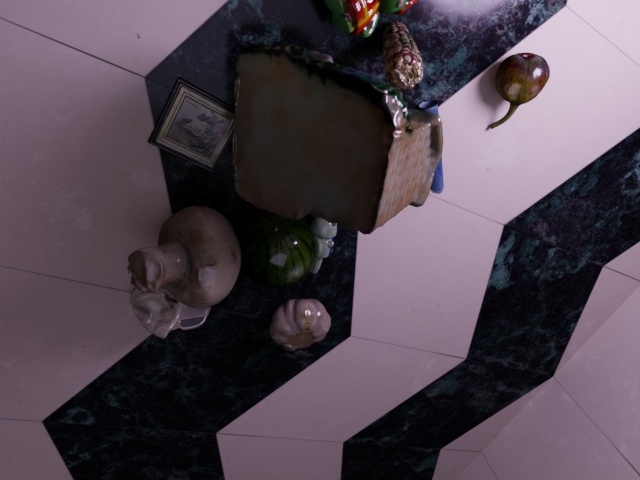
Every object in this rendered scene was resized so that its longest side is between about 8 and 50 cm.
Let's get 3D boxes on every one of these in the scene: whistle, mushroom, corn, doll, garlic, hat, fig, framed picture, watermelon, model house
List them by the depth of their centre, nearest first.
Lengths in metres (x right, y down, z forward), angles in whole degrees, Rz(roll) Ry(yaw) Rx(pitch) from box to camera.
[{"bbox_3d":[0.174,-0.640,1.025,0.363,0.160,0.183,-33,126,3],"label":"doll"},{"bbox_3d":[0.196,-0.468,1.081,0.092,0.280,0.092,0,135,0],"label":"corn"},{"bbox_3d":[0.066,-0.272,1.099,0.400,0.445,0.395,-28,132,-49],"label":"model house"},{"bbox_3d":[-0.335,-0.306,1.175,0.195,0.010,0.199,24,112,-29],"label":"framed picture"},{"bbox_3d":[-0.380,0.045,1.204,0.290,0.297,0.298,-3,127,-46],"label":"mushroom"},{"bbox_3d":[0.584,-0.438,1.311,0.149,0.149,0.245,-7,136,-13],"label":"fig"},{"bbox_3d":[-0.135,0.026,1.317,0.242,0.242,0.242,-8,124,-12],"label":"watermelon"},{"bbox_3d":[0.354,-0.288,1.371,0.062,0.062,0.304,-19,125,-5],"label":"whistle"},{"bbox_3d":[-0.476,0.183,1.415,0.226,0.164,0.219,-27,134,-50],"label":"hat"},{"bbox_3d":[0.000,0.000,1.427,0.092,0.110,0.244,-23,133,-46],"label":"whistle"},{"bbox_3d":[-0.072,0.294,1.561,0.227,0.152,0.228,-13,141,-11],"label":"garlic"}]
